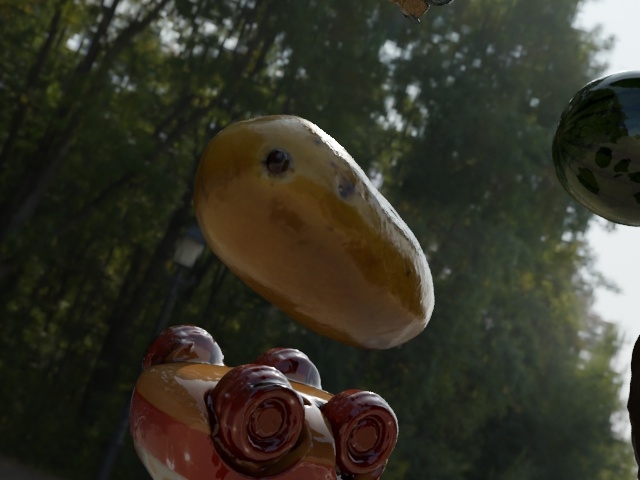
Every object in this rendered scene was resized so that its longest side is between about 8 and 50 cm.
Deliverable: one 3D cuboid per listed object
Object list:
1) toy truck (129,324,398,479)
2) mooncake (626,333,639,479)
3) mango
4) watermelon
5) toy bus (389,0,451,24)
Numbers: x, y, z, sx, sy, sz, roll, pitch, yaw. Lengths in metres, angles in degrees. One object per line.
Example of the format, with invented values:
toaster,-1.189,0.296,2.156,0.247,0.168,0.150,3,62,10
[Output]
toy truck,-0.065,0.223,1.033,0.265,0.239,0.189,19,1,-37
mooncake,0.418,0.147,0.894,0.324,0.324,0.187,9,-2,35
mango,0.000,0.000,0.763,0.147,0.109,0.227,15,-23,41
watermelon,0.301,-0.075,0.998,0.187,0.140,0.141,13,-13,-12
toy bus,0.108,-0.296,0.983,0.103,0.182,0.091,33,23,-32
